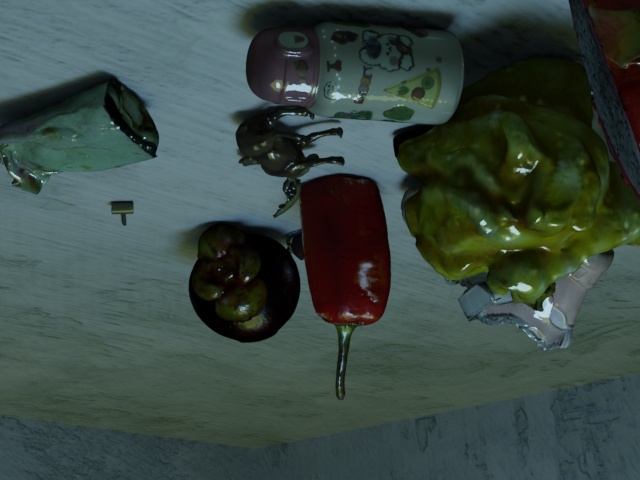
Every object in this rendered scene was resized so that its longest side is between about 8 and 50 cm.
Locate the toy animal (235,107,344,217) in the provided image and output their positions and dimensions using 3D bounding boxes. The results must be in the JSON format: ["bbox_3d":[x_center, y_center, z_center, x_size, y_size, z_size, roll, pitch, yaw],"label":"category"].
[{"bbox_3d":[-0.054,-0.120,1.894,0.186,0.093,0.214,-19,149,28],"label":"toy animal"}]

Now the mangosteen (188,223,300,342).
[{"bbox_3d":[-0.134,0.078,2.293,0.210,0.210,0.210,-4,162,-1],"label":"mangosteen"}]

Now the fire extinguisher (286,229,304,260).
[{"bbox_3d":[0.000,0.000,2.324,0.158,0.043,0.064,-15,129,31],"label":"fire extinguisher"}]

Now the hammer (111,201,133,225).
[{"bbox_3d":[-0.325,-0.042,2.176,0.035,0.019,0.110,-1,167,-7],"label":"hammer"}]

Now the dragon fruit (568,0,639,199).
[{"bbox_3d":[0.414,-0.193,1.449,0.226,0.305,0.305,-17,160,7],"label":"dragon fruit"}]

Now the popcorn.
[{"bbox_3d":[0.245,-0.092,1.691,0.321,0.325,0.290,28,-175,36],"label":"popcorn"}]

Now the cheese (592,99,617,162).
[{"bbox_3d":[0.499,-0.117,1.888,0.292,0.153,0.332,6,160,-27],"label":"cheese"}]

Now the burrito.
[{"bbox_3d":[-0.336,-0.139,1.764,0.229,0.089,0.144,-12,146,21],"label":"burrito"}]

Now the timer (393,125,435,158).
[{"bbox_3d":[0.207,-0.125,1.962,0.144,0.055,0.187,-14,160,27],"label":"timer"}]

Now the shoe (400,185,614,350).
[{"bbox_3d":[0.265,0.035,2.061,0.351,0.198,0.172,23,-169,31],"label":"shoe"}]

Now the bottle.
[{"bbox_3d":[0.037,-0.203,1.585,0.253,0.120,0.120,2,161,-18],"label":"bottle"}]

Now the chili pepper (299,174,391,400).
[{"bbox_3d":[0.044,0.071,2.077,0.131,0.338,0.134,-12,163,31],"label":"chili pepper"}]
